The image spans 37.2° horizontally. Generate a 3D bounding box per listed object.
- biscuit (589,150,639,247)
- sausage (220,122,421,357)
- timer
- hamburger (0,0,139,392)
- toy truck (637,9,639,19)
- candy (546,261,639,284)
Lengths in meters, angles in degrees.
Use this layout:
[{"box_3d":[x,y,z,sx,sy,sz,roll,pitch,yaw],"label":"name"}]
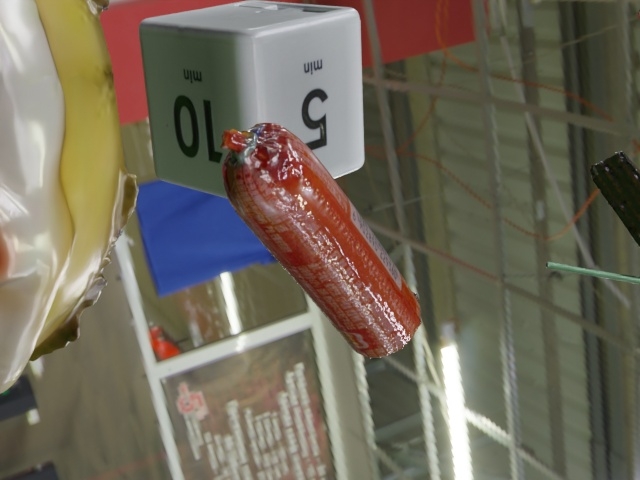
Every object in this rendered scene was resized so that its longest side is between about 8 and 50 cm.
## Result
[{"box_3d":[0.553,0.022,1.483,0.107,0.073,0.388,30,28,-51],"label":"biscuit"},{"box_3d":[0.000,0.000,0.716,0.074,0.074,0.274,52,0,41],"label":"sausage"},{"box_3d":[-0.077,-0.169,1.116,0.192,0.194,0.194,16,-63,39],"label":"timer"},{"box_3d":[-0.227,-0.033,0.320,0.277,0.237,0.276,8,-72,25],"label":"hamburger"},{"box_3d":[0.366,-0.248,0.733,0.252,0.108,0.114,-60,-170,31],"label":"toy truck"},{"box_3d":[0.356,0.043,1.074,0.061,0.203,0.061,10,90,-86],"label":"candy"}]
